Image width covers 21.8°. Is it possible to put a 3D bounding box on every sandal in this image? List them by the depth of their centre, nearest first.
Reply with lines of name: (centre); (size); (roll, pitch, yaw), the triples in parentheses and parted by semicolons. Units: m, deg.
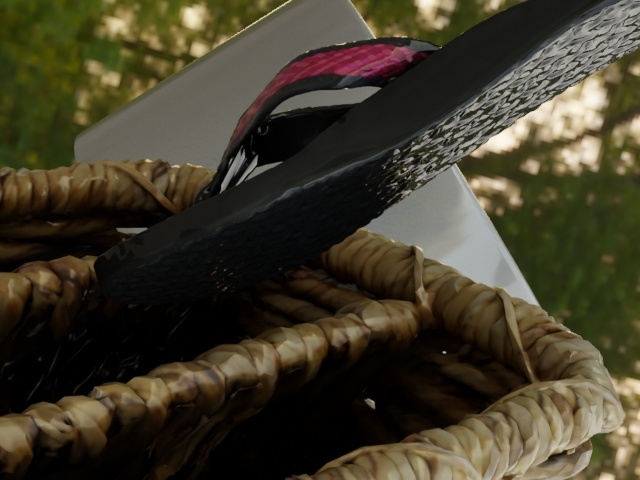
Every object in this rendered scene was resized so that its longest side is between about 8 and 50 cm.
sandal: (0.014, -0.036, 0.469); (0.040, 0.179, 0.067); (60, 4, 15)

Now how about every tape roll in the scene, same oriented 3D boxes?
tape roll: (0.000, 0.000, 0.920); (0.169, 0.246, 0.246); (-31, -164, 4)

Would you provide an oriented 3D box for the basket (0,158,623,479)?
basket: (-0.108, 0.053, 0.467); (0.213, 0.299, 0.223); (57, -43, 23)
